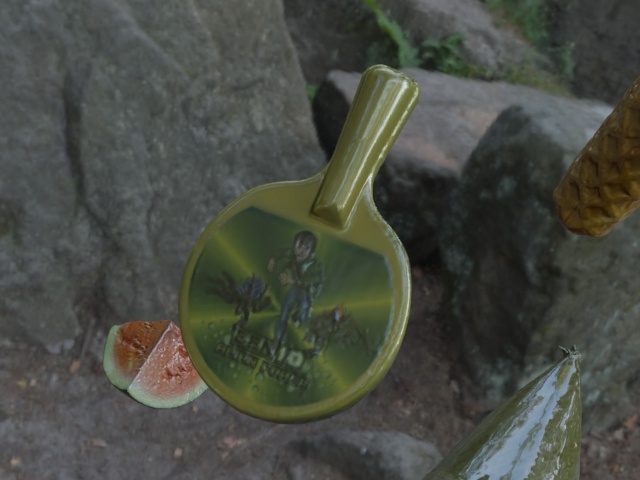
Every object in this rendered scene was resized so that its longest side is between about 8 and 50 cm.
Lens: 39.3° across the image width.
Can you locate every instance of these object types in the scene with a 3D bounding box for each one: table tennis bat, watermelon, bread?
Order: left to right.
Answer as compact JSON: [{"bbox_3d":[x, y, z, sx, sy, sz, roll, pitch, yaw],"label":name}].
[{"bbox_3d":[-0.180,0.134,1.051,0.135,0.094,0.125,11,19,-26],"label":"watermelon"},{"bbox_3d":[0.000,0.000,0.764,0.198,0.321,0.050,24,-2,13],"label":"table tennis bat"},{"bbox_3d":[0.174,-0.056,0.484,0.044,0.157,0.052,30,53,4],"label":"bread"}]

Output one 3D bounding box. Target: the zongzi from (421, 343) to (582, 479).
[{"bbox_3d":[0.068,0.280,0.608,0.218,0.467,0.500,20,-1,14],"label":"zongzi"}]
